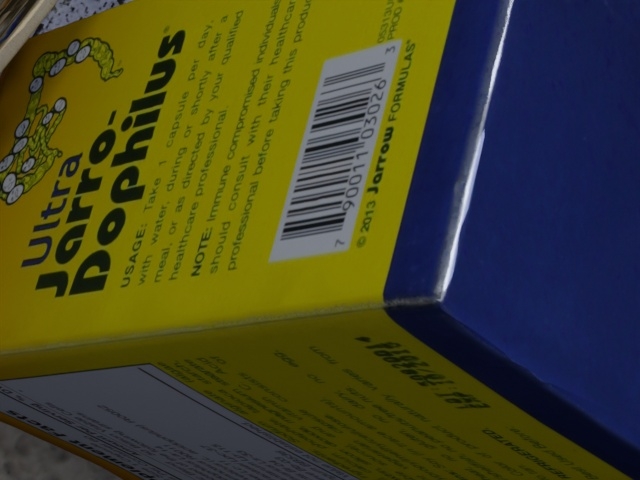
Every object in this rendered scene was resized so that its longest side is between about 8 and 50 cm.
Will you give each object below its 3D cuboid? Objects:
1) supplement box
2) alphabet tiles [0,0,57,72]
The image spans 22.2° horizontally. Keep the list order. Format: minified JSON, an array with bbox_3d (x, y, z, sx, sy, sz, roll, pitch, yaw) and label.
[{"bbox_3d":[0.000,0.000,0.755,0.356,0.194,0.195,-9,57,44],"label":"supplement box"},{"bbox_3d":[-0.201,-0.101,0.929,0.285,0.011,0.342,-54,17,-12],"label":"alphabet tiles"}]
